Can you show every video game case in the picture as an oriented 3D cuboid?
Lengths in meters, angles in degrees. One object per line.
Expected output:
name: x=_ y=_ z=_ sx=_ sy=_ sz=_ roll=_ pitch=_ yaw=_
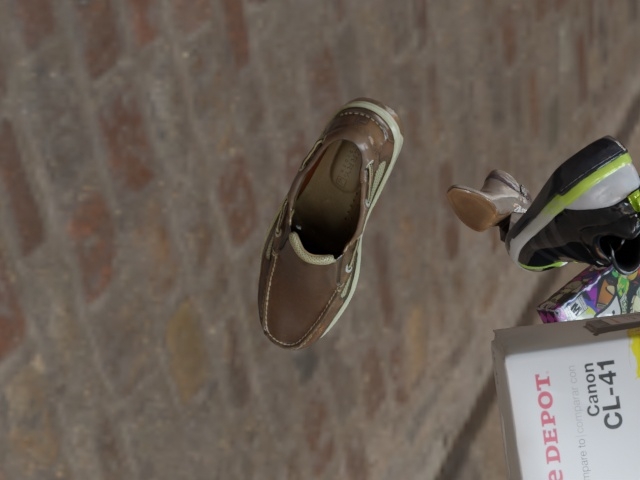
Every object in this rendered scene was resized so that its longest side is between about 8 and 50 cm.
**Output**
video game case: x=0.391 y=0.122 z=1.844 sx=0.210 sy=0.042 sz=0.232 roll=-35 pitch=108 yaw=-23

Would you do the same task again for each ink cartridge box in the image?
ink cartridge box: x=0.327 y=0.181 z=1.403 sx=0.131 sy=0.306 sz=0.226 roll=-90 pitch=172 yaw=-85

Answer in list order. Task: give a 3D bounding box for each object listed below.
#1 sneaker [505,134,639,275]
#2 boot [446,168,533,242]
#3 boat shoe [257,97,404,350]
sneaker: x=0.224 y=-0.001 z=1.281 sx=0.084 sy=0.097 sz=0.234 roll=-33 pitch=166 yaw=-13
boot: x=0.185 y=-0.046 z=1.636 sx=0.118 sy=0.042 sz=0.087 roll=38 pitch=38 yaw=-22
boat shoe: x=-0.007 y=-0.003 z=1.348 sx=0.095 sy=0.095 sz=0.257 roll=-52 pitch=162 yaw=-62
